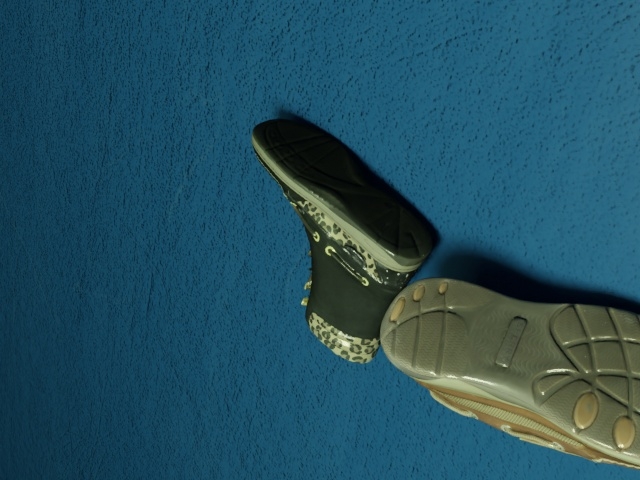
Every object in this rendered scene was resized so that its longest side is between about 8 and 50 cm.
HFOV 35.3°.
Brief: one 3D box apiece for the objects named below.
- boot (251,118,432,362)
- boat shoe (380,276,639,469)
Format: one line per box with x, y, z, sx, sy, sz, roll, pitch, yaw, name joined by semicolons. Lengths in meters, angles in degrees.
-0.001;0.001;1.041;0.236;0.085;0.178;43;138;26;boot
0.208;0.122;0.856;0.324;0.123;0.116;20;157;32;boat shoe
